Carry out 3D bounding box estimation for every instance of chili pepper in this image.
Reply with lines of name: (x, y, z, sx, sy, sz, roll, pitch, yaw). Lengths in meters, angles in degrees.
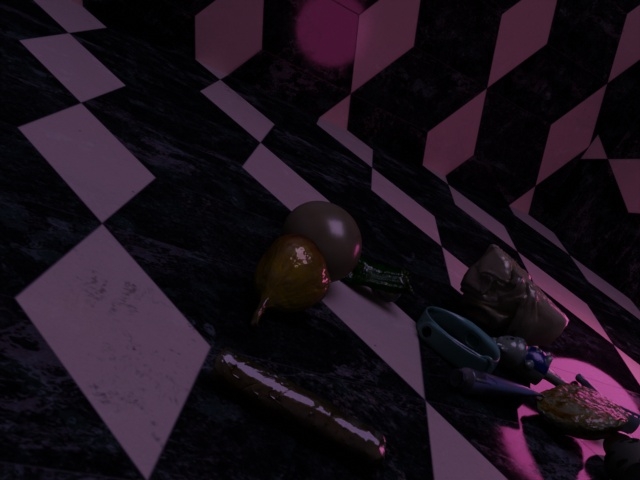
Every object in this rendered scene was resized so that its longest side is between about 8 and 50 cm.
chili pepper: (0.134, 0.086, 1.875, 0.224, 0.061, 0.098, 20, 45, 12)

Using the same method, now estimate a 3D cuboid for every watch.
watch: (0.349, 0.250, 1.842, 0.195, 0.068, 0.237, 8, 28, -47)

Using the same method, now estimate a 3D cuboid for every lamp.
lamp: (0.700, 0.498, 1.680, 0.121, 0.121, 0.215, 34, 9, 7)

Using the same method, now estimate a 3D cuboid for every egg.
egg: (0.000, 0.000, 1.755, 0.186, 0.186, 0.241, 23, 15, -23)

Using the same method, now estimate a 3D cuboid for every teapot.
teapot: (0.172, 0.124, 1.920, 0.083, 0.064, 0.064, 1, 24, 9)

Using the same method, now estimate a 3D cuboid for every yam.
yam: (-0.033, 0.271, 1.195, 0.317, 0.067, 0.071, 29, 31, -1)

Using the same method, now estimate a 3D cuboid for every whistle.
whistle: (0.546, 0.317, 1.937, 0.244, 0.092, 0.110, 31, 8, 3)

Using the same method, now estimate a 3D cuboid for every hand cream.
hand cream: (0.402, 0.337, 1.718, 0.271, 0.058, 0.091, 18, -15, -35)

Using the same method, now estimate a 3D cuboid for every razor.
razor: (0.772, 0.439, 2.054, 0.106, 0.068, 0.232, 26, 12, -18)

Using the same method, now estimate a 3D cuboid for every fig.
fig: (-0.078, 0.099, 1.499, 0.159, 0.159, 0.257, 32, 38, 3)

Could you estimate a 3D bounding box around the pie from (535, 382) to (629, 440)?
pie: (0.628, 0.416, 1.778, 0.201, 0.089, 0.248, 20, 14, 39)

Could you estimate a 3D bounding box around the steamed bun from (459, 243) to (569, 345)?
steamed bun: (0.521, 0.175, 2.103, 0.275, 0.206, 0.320, 38, 12, -32)
